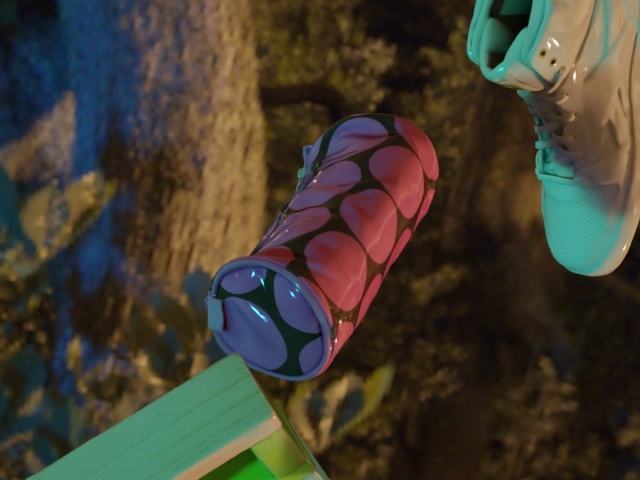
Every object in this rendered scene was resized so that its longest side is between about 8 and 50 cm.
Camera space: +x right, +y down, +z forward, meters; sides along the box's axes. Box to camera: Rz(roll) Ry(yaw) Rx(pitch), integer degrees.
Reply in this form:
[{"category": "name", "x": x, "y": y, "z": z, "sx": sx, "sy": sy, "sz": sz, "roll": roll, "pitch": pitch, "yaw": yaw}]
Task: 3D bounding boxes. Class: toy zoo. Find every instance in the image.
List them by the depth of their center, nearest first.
[{"category": "toy zoo", "x": -0.074, "y": 0.154, "z": 0.650, "sx": 0.030, "sy": 0.192, "sz": 0.293, "roll": 57, "pitch": 176, "yaw": 26}]

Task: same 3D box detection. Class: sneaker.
[{"category": "sneaker", "x": 0.185, "y": -0.111, "z": 1.293, "sx": 0.169, "sy": 0.292, "sz": 0.108, "roll": -4, "pitch": -170, "yaw": -40}]

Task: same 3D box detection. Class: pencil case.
[{"category": "pencil case", "x": 0.000, "y": 0.000, "z": 0.997, "sx": 0.098, "sy": 0.095, "sz": 0.209, "roll": 16, "pitch": -145, "yaw": 15}]
